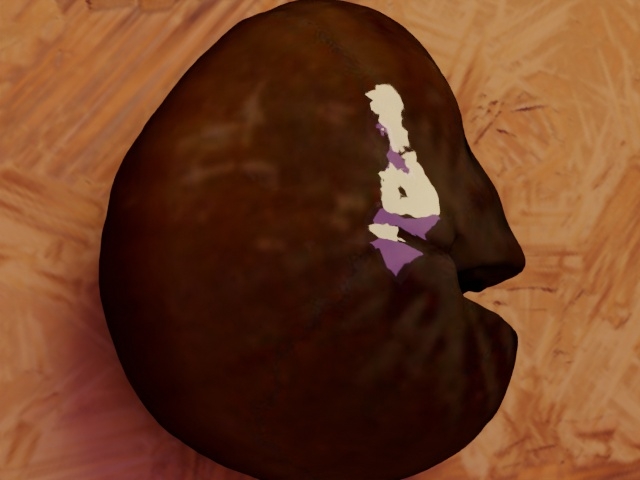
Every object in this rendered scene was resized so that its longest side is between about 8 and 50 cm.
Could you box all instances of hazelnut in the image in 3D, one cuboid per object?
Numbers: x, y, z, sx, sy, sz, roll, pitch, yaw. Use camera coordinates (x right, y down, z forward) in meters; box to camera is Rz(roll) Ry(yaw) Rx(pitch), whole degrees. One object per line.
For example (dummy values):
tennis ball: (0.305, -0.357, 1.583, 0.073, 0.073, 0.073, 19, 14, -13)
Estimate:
hazelnut: (0.000, 0.000, 0.728, 0.217, 0.217, 0.252, 2, 80, -14)
